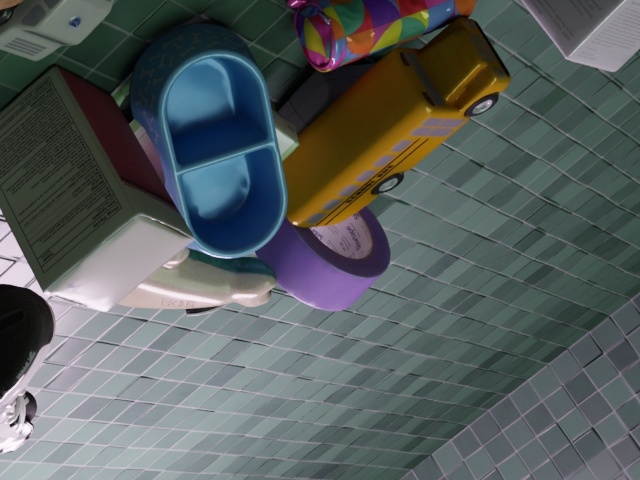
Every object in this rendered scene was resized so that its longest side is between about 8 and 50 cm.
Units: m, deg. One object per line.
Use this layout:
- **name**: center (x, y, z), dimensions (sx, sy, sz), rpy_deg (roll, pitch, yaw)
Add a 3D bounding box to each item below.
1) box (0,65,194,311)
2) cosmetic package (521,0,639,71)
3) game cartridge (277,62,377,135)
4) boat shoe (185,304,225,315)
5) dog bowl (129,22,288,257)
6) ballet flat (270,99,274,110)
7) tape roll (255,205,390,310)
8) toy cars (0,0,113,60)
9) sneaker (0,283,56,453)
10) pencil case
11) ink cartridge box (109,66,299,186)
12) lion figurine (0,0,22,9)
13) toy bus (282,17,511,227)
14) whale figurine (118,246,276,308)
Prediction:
- **box**: center (-0.276, -0.058, 1.745), dimensions (0.149, 0.232, 0.127), rpy_deg (-38, 154, 13)
- **cosmetic package**: center (0.395, -0.354, 2.087), dimensions (0.184, 0.151, 0.151), rpy_deg (-45, 153, 27)
- **game cartridge**: center (-0.004, -0.132, 2.135), dimensions (0.198, 0.062, 0.297), rpy_deg (-16, 153, -41)
- **boat shoe**: center (-0.157, 0.085, 2.379), dimensions (0.125, 0.038, 0.046), rpy_deg (-19, -166, -15)
- **dog bowl**: center (-0.127, -0.111, 1.830), dimensions (0.166, 0.074, 0.297), rpy_deg (-19, 116, -17)
- **ballet flat**: center (-0.129, -0.118, 2.008), dimensions (0.206, 0.073, 0.067), rpy_deg (-42, 164, 26)
- **tape roll**: center (0.000, 0.000, 2.099), dimensions (0.189, 0.189, 0.080), rpy_deg (-1, 144, -48)
- **toy cars**: center (-0.177, -0.288, 1.616), dimensions (0.394, 0.087, 0.176), rpy_deg (-25, 154, -17)
- **sneaker**: center (-0.468, 0.189, 2.107), dimensions (0.447, 0.169, 0.257), rpy_deg (-38, 165, 30)
- **pencil case**: center (0.080, -0.291, 1.900), dimensions (0.236, 0.104, 0.104), rpy_deg (-21, 153, -25)
- **ink cartridge box**: center (-0.168, -0.137, 1.905), dimensions (0.235, 0.056, 0.171), rpy_deg (36, 113, -28)
- **lion figurine**: center (-0.342, -0.276, 1.353), dimensions (0.392, 0.142, 0.240), rpy_deg (10, 115, -46)
- **toy bus**: center (0.084, -0.151, 1.970), dimensions (0.333, 0.108, 0.130), rpy_deg (-40, 158, 32)
- **whale figurine**: center (-0.191, 0.015, 2.006), dimensions (0.272, 0.141, 0.216), rpy_deg (9, 161, -3)
